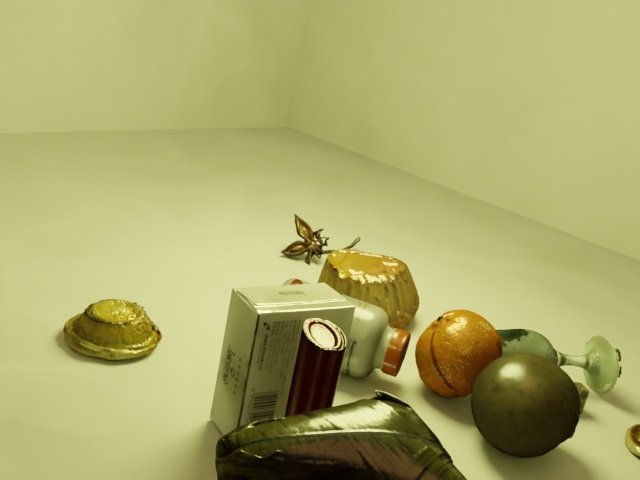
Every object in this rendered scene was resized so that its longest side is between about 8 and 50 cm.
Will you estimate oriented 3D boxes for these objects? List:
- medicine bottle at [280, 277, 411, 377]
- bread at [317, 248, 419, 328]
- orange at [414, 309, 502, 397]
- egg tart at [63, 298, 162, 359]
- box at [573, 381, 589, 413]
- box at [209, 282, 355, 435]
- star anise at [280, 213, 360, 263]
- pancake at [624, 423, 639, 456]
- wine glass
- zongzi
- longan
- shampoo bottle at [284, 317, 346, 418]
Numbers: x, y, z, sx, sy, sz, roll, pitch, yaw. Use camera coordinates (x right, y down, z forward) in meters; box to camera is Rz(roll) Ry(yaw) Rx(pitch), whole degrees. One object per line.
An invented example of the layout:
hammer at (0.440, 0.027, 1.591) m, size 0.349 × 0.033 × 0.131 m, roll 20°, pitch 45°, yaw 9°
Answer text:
medicine bottle at (0.040, 0.193, 1.499) m, size 0.288 × 0.157 × 0.157 m, roll 18°, pitch 20°, yaw 14°
bread at (0.123, 0.116, 1.789) m, size 0.274 × 0.149 × 0.274 m, roll 8°, pitch 25°, yaw -4°
orange at (0.286, 0.233, 1.493) m, size 0.161 × 0.193 × 0.193 m, roll 45°, pitch 19°, yaw -6°
egg tart at (-0.409, 0.169, 1.413) m, size 0.191 × 0.074 × 0.191 m, roll 13°, pitch 17°, yaw -4°
box at (0.529, 0.340, 1.548) m, size 0.098 × 0.062 × 0.045 m, roll 6°, pitch 18°, yaw -12°
box at (-0.067, 0.213, 1.224) m, size 0.194 × 0.261 × 0.111 m, roll 0°, pitch 19°, yaw -35°
star anise at (0.000, 0.000, 2.124) m, size 0.218 × 0.148 × 0.227 m, roll -18°, pitch -12°, yaw 7°
pancake at (0.705, 0.428, 1.466) m, size 0.158 × 0.028 × 0.158 m, roll 11°, pitch 17°, yaw -3°
wine glass at (0.510, 0.274, 1.614) m, size 0.321 × 0.144 × 0.143 m, roll 6°, pitch 20°, yaw -16°
zongzi at (0.054, 0.298, 0.787) m, size 0.286 × 0.139 × 0.300 m, roll -5°, pitch 25°, yaw -31°
longan at (0.387, 0.311, 1.347) m, size 0.220 × 0.197 × 0.196 m, roll -9°, pitch 29°, yaw -38°
shampoo bottle at (-0.019, 0.260, 1.119) m, size 0.064 × 0.260 × 0.102 m, roll 5°, pitch 20°, yaw -20°
